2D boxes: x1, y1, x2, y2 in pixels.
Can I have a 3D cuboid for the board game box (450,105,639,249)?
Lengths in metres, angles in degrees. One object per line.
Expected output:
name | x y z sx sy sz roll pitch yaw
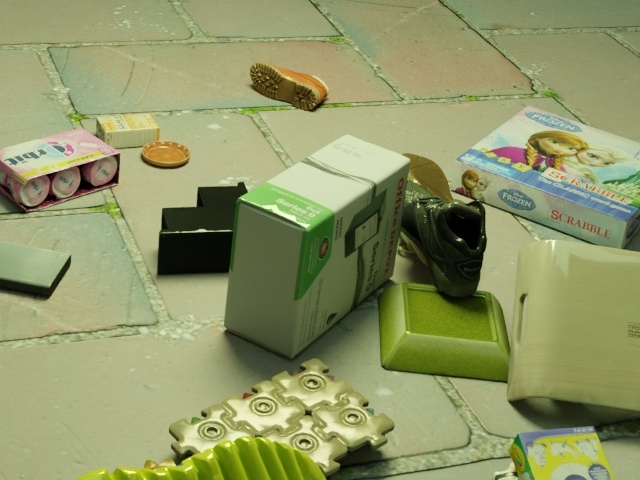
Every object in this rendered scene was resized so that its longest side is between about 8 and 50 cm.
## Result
board game box | 0.442 -0.119 2.232 0.318 0.066 0.318 22 33 23

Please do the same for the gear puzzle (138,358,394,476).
gear puzzle | -0.079 0.256 1.505 0.339 0.044 0.175 -21 43 -36

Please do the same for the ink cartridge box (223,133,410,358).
ink cartridge box | 0.000 0.000 1.781 0.121 0.211 0.289 22 33 24

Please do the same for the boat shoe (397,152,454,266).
boat shoe | 0.169 -0.032 2.018 0.104 0.089 0.285 17 31 -15

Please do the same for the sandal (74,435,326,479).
sandal | -0.139 0.289 1.346 0.317 0.138 0.126 1 64 -26

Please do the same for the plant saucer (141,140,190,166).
plant saucer | -0.265 -0.147 2.167 0.083 0.013 0.083 6 31 -3

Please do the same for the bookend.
bookend | -0.179 -0.021 1.914 0.157 0.072 0.156 -2 31 -16

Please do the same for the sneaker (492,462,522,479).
sneaker | 0.255 0.280 1.536 0.109 0.040 0.043 -16 35 -36

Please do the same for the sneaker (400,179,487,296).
sneaker | 0.177 -0.038 1.846 0.087 0.130 0.227 -5 42 -23

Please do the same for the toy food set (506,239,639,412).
toy food set | 0.414 0.132 1.710 0.306 0.092 0.220 8 71 -1

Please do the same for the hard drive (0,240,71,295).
hard drive | -0.436 0.037 1.803 0.135 0.022 0.094 10 30 4

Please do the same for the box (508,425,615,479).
box | 0.296 0.304 1.466 0.105 0.043 0.179 -3 52 -17

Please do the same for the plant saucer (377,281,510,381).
plant saucer | 0.179 0.119 1.787 0.188 0.045 0.188 6 30 -3

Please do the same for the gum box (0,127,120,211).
gum box | -0.429 -0.114 2.022 0.188 0.062 0.107 -21 41 -40

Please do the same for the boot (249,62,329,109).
boot | -0.059 -0.305 2.448 0.158 0.059 0.084 28 32 16

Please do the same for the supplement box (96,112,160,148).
supplement box | -0.336 -0.191 2.201 0.098 0.036 0.062 -7 33 -24
